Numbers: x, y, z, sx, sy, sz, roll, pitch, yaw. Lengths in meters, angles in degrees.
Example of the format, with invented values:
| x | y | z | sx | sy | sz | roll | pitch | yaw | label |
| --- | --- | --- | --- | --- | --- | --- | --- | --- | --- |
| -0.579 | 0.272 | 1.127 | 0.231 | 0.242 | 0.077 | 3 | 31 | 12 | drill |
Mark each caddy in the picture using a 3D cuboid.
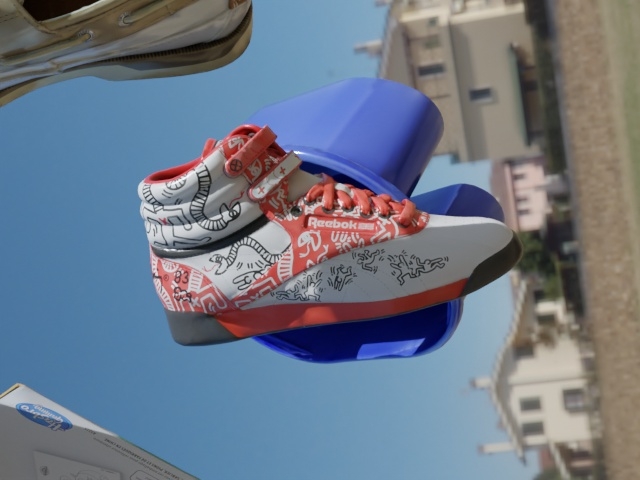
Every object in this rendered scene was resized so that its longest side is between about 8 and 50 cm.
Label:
| x | y | z | sx | sy | sz | roll | pitch | yaw | label |
| --- | --- | --- | --- | --- | --- | --- | --- | --- | --- |
| 0.000 | 0.000 | 1.064 | 0.241 | 0.341 | 0.179 | 54 | -128 | -20 | caddy |

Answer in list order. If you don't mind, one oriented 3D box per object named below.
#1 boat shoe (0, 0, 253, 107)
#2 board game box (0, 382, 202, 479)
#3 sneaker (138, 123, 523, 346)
| x | y | z | sx | sy | sz | roll | pitch | yaw | label |
| --- | --- | --- | --- | --- | --- | --- | --- | --- | --- |
| -0.186 | -0.142 | 0.664 | 0.103 | 0.302 | 0.113 | 100 | 151 | -60 | boat shoe |
| -0.117 | 0.187 | 0.443 | 0.316 | 0.242 | 0.064 | -34 | -34 | -65 | board game box |
| 0.001 | -0.018 | 0.823 | 0.090 | 0.270 | 0.145 | -63 | -40 | -72 | sneaker |
